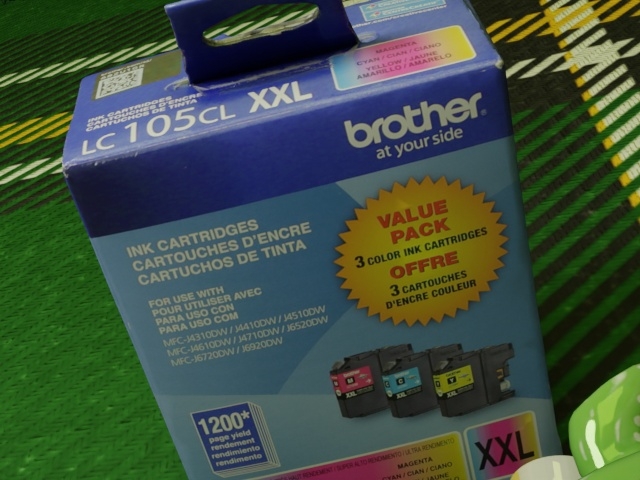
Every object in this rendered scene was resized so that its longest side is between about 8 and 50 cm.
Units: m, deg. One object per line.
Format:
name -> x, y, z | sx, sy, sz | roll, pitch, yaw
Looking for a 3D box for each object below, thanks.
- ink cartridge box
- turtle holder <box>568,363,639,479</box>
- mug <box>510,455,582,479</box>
ink cartridge box -> 0.000, 0.000, 0.732 | 0.270, 0.395, 0.151 | -14, 30, 3
turtle holder -> 0.119, 0.233, 0.454 | 0.320, 0.243, 0.227 | -20, 46, -25
mug -> 0.154, 0.189, 0.700 | 0.062, 0.078, 0.064 | 15, 38, -12
